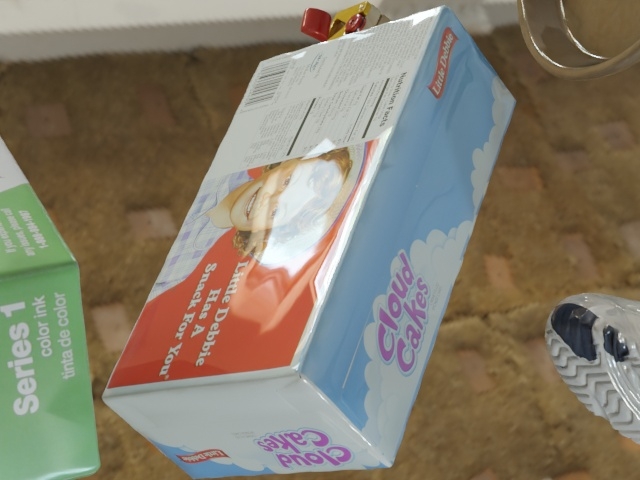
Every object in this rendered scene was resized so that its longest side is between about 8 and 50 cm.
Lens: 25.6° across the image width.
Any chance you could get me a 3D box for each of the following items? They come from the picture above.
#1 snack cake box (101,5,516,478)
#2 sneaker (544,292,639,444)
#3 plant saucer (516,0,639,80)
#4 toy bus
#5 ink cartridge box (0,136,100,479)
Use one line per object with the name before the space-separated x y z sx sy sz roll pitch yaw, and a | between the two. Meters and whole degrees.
snack cake box | 0.000 0.000 0.808 0.089 0.152 0.264 48 -130 -33
sneaker | 0.254 0.049 0.793 0.235 0.094 0.153 16 -128 14
plant saucer | 0.246 -0.255 1.099 0.041 0.278 0.278 14 -129 -25
toy bus | 0.031 -0.189 1.729 0.202 0.104 0.191 -14 -88 -36
ink cartridge box | -0.267 0.047 0.662 0.278 0.117 0.201 -11 -153 -20
